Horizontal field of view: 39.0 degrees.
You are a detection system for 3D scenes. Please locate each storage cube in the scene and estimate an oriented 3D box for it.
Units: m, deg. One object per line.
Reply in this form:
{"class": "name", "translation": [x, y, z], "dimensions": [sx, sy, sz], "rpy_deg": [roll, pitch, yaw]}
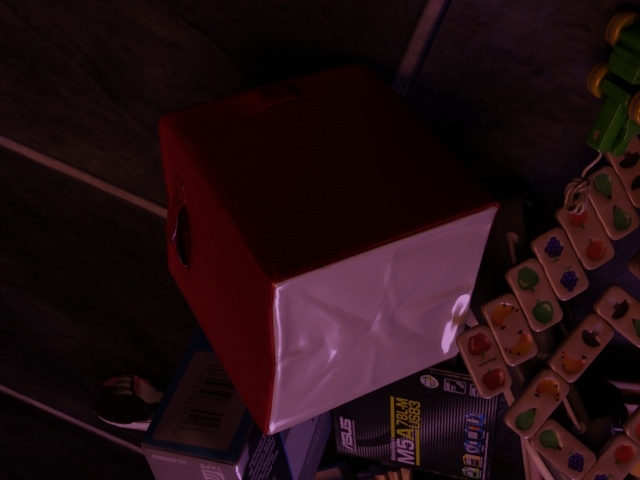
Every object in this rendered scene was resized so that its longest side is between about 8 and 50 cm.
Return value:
{"class": "storage cube", "translation": [0.000, 0.000, 0.718], "dimensions": [0.193, 0.215, 0.183], "rpy_deg": [54, 152, 37]}

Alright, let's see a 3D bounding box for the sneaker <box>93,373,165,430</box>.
{"class": "sneaker", "translation": [-0.209, 0.229, 1.173], "dimensions": [0.178, 0.072, 0.077], "rpy_deg": [8, 145, 25]}

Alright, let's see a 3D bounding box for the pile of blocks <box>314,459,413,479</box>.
{"class": "pile of blocks", "translation": [0.098, 0.360, 1.075], "dimensions": [0.362, 0.113, 0.148], "rpy_deg": [6, 111, 33]}

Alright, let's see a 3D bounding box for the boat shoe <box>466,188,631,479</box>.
{"class": "boat shoe", "translation": [0.210, 0.111, 0.790], "dimensions": [0.096, 0.112, 0.335], "rpy_deg": [-29, 93, 25]}

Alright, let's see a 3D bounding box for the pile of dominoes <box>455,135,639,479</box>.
{"class": "pile of dominoes", "translation": [0.240, 0.064, 0.718], "dimensions": [0.196, 0.040, 0.251], "rpy_deg": [39, 90, -11]}

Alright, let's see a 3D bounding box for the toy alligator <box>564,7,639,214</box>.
{"class": "toy alligator", "translation": [0.230, -0.103, 0.664], "dimensions": [0.051, 0.056, 0.189], "rpy_deg": [-8, 128, -28]}

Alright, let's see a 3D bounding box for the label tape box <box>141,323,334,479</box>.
{"class": "label tape box", "translation": [-0.064, 0.232, 0.986], "dimensions": [0.106, 0.240, 0.333], "rpy_deg": [5, 134, 17]}

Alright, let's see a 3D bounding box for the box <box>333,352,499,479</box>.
{"class": "box", "translation": [0.104, 0.185, 1.007], "dimensions": [0.184, 0.045, 0.190], "rpy_deg": [8, 133, 14]}

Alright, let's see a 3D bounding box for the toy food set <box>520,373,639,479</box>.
{"class": "toy food set", "translation": [0.313, 0.254, 0.945], "dimensions": [0.220, 0.092, 0.306], "rpy_deg": [2, 131, 22]}
